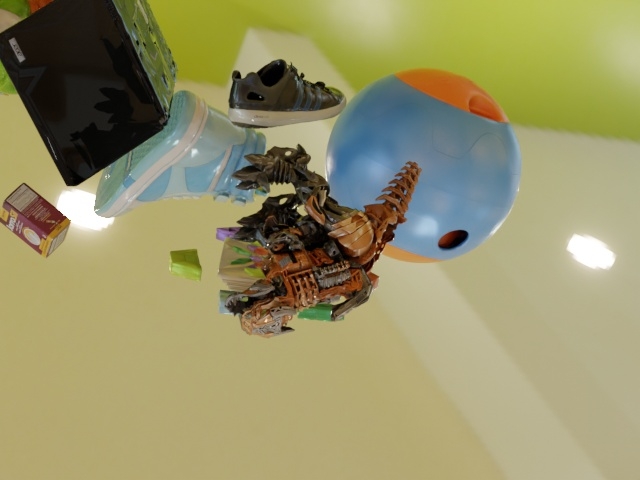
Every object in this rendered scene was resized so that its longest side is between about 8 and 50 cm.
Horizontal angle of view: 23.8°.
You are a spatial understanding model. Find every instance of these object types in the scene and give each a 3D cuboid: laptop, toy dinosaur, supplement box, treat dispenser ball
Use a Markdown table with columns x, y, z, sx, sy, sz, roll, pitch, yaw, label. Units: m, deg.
| x | y | z | sx | sy | sz | roll | pitch | yaw | label |
| --- | --- | --- | --- | --- | --- | --- | --- | --- | --- |
| -0.302 | -0.246 | 2.012 | 0.136 | 0.234 | 0.264 | -16 | -148 | 11 | laptop |
| 0.000 | 0.000 | 1.912 | 0.218 | 0.164 | 0.322 | 40 | -142 | 24 | toy dinosaur |
| -0.374 | -0.026 | 1.984 | 0.083 | 0.055 | 0.043 | 38 | -125 | 5 | supplement box |
| 0.150 | -0.109 | 2.232 | 0.288 | 0.288 | 0.288 | 18 | -153 | -9 | treat dispenser ball |

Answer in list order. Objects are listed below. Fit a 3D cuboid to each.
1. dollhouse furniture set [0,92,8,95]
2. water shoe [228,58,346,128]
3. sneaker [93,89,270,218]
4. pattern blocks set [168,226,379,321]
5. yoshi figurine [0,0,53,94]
| x | y | z | sx | sy | sz | roll | pitch | yaw | label |
| --- | --- | --- | --- | --- | --- | --- | --- | --- | --- |
| -0.480 | -0.289 | 2.289 | 0.058 | 0.152 | 0.076 | 12 | -163 | 39 | dollhouse furniture set |
| -0.035 | -0.193 | 1.945 | 0.073 | 0.080 | 0.203 | 12 | -161 | 36 | water shoe |
| -0.198 | -0.089 | 2.289 | 0.208 | 0.319 | 0.127 | 23 | -123 | -26 | sneaker |
| -0.063 | 0.038 | 2.058 | 0.285 | 0.026 | 0.325 | 2 | -161 | -17 | pattern blocks set |
| -0.488 | -0.279 | 2.074 | 0.362 | 0.203 | 0.203 | -26 | -156 | -36 | yoshi figurine |
